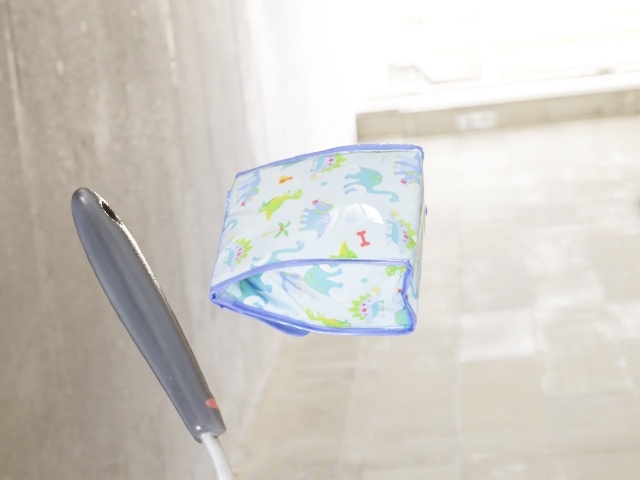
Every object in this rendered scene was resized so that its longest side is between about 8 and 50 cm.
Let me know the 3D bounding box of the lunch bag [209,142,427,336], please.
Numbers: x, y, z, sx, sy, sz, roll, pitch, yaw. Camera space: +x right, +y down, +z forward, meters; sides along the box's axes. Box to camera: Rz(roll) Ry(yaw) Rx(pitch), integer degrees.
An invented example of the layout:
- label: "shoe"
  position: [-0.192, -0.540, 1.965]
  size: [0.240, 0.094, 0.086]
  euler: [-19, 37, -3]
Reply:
- label: "lunch bag"
  position: [0.000, 0.000, 1.103]
  size: [0.129, 0.151, 0.096]
  euler: [-81, 170, -45]

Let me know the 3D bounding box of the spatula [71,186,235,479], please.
- label: "spatula"
  position: [-0.044, 0.105, 0.618]
  size: [0.296, 0.030, 0.084]
  euler: [67, 9, 17]
